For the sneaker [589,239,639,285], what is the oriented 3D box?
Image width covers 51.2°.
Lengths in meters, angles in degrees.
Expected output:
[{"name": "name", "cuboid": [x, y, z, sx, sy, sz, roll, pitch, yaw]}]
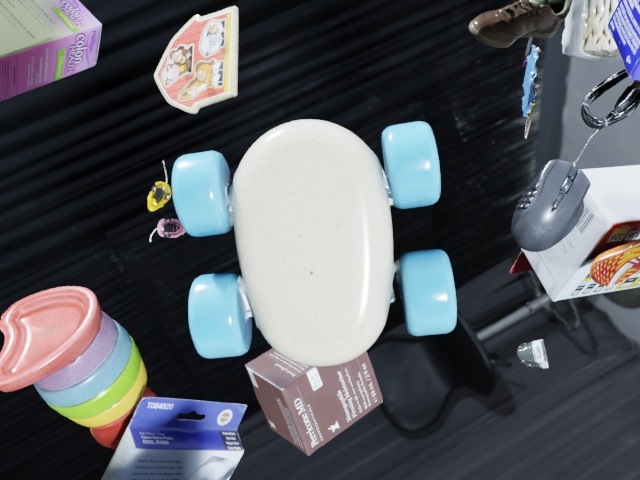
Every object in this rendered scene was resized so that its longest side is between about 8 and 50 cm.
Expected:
[{"name": "sneaker", "cuboid": [0.477, 0.015, 0.964, 0.175, 0.067, 0.064, -17, 98, 34]}]

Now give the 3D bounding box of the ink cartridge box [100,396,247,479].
[{"name": "ink cartridge box", "cuboid": [-0.230, 0.359, 1.056, 0.223, 0.223, 0.045, 19, -170, -46]}]

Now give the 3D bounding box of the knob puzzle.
[{"name": "knob puzzle", "cuboid": [-0.232, -0.321, 1.202, 0.030, 0.213, 0.213, 18, -148, -56]}]

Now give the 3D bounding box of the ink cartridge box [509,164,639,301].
[{"name": "ink cartridge box", "cuboid": [0.539, 0.003, 1.195, 0.271, 0.310, 0.130, 106, 151, -47]}]

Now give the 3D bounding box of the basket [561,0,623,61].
[{"name": "basket", "cuboid": [0.618, -0.481, 1.144, 0.267, 0.328, 0.331, 12, 108, 44]}]

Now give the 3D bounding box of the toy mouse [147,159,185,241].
[{"name": "toy mouse", "cuboid": [-0.274, -0.056, 1.312, 0.143, 0.160, 0.031, 26, -173, 12]}]

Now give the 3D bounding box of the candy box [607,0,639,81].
[{"name": "candy box", "cuboid": [0.454, -0.274, 0.574, 0.317, 0.268, 0.122, 106, 173, -45]}]

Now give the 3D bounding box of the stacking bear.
[{"name": "stacking bear", "cuboid": [-0.347, 0.223, 1.043, 0.175, 0.164, 0.289, -112, -2, -52]}]

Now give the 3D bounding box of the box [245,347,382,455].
[{"name": "box", "cuboid": [-0.013, 0.299, 1.394, 0.167, 0.203, 0.168, 13, 127, 56]}]

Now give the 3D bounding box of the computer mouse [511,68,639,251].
[{"name": "computer mouse", "cuboid": [0.299, -0.092, 0.764, 0.071, 0.242, 0.041, 30, -173, 2]}]

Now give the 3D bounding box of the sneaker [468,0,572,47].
[{"name": "sneaker", "cuboid": [0.305, -0.346, 1.016, 0.066, 0.189, 0.071, 56, 145, 23]}]

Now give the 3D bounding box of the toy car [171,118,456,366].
[{"name": "toy car", "cuboid": [0.000, 0.000, 0.653, 0.238, 0.219, 0.210, -19, -79, -86]}]

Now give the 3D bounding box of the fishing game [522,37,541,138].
[{"name": "fishing game", "cuboid": [0.554, -0.415, 1.741, 0.189, 0.041, 0.264, 80, -163, -57]}]

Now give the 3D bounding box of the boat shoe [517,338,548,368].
[{"name": "boat shoe", "cuboid": [0.358, 0.191, 1.127, 0.142, 0.040, 0.049, 33, -131, -64]}]

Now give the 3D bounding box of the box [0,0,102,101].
[{"name": "box", "cuboid": [-0.590, -0.407, 1.279, 0.213, 0.243, 0.117, 45, 142, 8]}]
